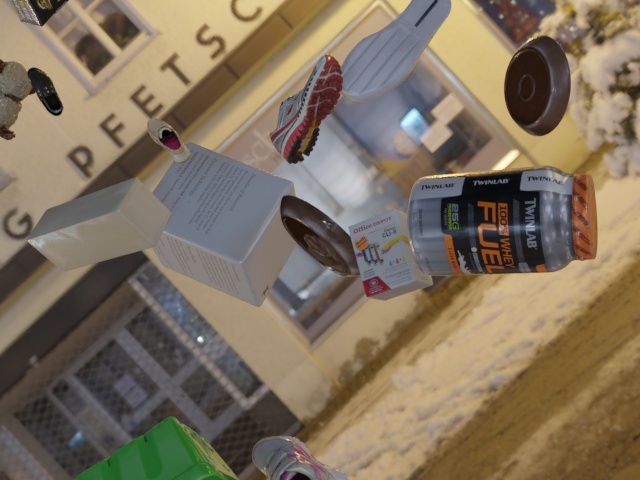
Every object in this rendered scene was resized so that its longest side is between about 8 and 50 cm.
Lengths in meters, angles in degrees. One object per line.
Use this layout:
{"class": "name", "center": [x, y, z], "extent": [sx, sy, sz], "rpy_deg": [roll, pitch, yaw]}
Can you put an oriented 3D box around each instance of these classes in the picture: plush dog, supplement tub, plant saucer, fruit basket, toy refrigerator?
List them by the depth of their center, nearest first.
{"class": "plant saucer", "center": [0.358, -0.260, 1.269], "extent": [0.029, 0.168, 0.168], "rpy_deg": [-6, -14, -19]}
{"class": "fruit basket", "center": [-0.286, 0.571, 1.367], "extent": [0.392, 0.392, 0.283], "rpy_deg": [-43, -34, -10]}
{"class": "supplement tub", "center": [0.333, -0.034, 1.370], "extent": [0.316, 0.194, 0.193], "rpy_deg": [-4, 19, 26]}
{"class": "toy refrigerator", "center": [-0.417, -0.028, 1.412], "extent": [0.269, 0.102, 0.094], "rpy_deg": [-14, 42, 34]}
{"class": "plant saucer", "center": [0.000, 0.000, 2.030], "extent": [0.050, 0.310, 0.310], "rpy_deg": [-48, 1, -15]}
{"class": "plush dog", "center": [-0.983, -0.448, 2.312], "extent": [0.225, 0.210, 0.262], "rpy_deg": [-61, -18, 2]}

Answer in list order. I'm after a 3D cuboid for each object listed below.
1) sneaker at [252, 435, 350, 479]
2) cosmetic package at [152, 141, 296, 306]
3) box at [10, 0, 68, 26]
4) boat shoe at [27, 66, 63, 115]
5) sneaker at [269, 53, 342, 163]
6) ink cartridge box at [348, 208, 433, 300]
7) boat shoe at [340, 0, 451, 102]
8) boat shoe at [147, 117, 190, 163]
{"class": "sneaker", "center": [-0.060, 0.486, 1.577], "extent": [0.111, 0.252, 0.103], "rpy_deg": [15, -89, -52]}
{"class": "cosmetic package", "center": [-0.312, -0.047, 2.428], "extent": [0.327, 0.393, 0.329], "rpy_deg": [-61, -18, -24]}
{"class": "box", "center": [-0.610, -0.671, 1.611], "extent": [0.257, 0.079, 0.322], "rpy_deg": [-58, -24, -28]}
{"class": "boat shoe", "center": [-0.683, -0.371, 1.869], "extent": [0.049, 0.133, 0.042], "rpy_deg": [-26, 40, -4]}
{"class": "sneaker", "center": [-0.037, -0.266, 1.477], "extent": [0.088, 0.093, 0.225], "rpy_deg": [-3, -50, -53]}
{"class": "ink cartridge box", "center": [0.162, 0.034, 1.734], "extent": [0.128, 0.176, 0.127], "rpy_deg": [-22, -17, 24]}
{"class": "boat shoe", "center": [0.159, -0.392, 1.584], "extent": [0.335, 0.121, 0.119], "rpy_deg": [-45, -7, -19]}
{"class": "boat shoe", "center": [-0.402, -0.274, 1.965], "extent": [0.063, 0.170, 0.059], "rpy_deg": [-40, -26, -13]}
